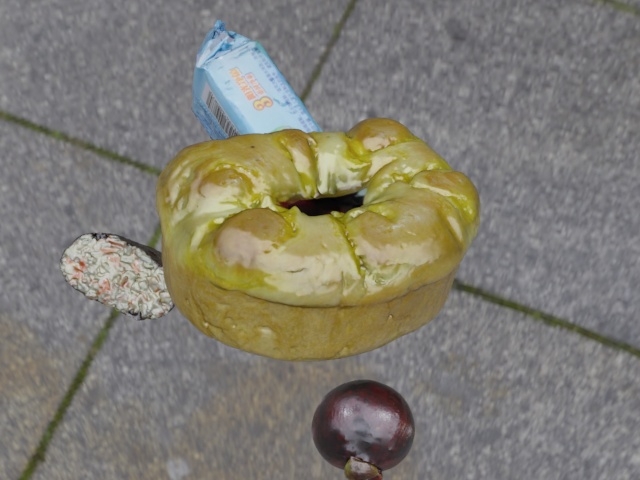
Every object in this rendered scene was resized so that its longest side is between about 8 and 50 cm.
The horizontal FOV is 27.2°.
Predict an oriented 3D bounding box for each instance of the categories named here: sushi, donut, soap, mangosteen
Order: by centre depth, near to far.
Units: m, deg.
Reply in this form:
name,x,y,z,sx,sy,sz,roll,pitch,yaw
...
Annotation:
name,x,y,z,sx,sy,sz,roll,pitch,yaw
donut,0.000,0.000,1.068,0.262,0.128,0.208,-10,40,-25
soap,-0.054,-0.107,1.498,0.077,0.156,0.293,-35,86,-17
sushi,-0.247,0.042,1.654,0.150,0.078,0.090,26,98,0
mangosteen,0.061,0.274,1.860,0.153,0.152,0.152,0,62,0
